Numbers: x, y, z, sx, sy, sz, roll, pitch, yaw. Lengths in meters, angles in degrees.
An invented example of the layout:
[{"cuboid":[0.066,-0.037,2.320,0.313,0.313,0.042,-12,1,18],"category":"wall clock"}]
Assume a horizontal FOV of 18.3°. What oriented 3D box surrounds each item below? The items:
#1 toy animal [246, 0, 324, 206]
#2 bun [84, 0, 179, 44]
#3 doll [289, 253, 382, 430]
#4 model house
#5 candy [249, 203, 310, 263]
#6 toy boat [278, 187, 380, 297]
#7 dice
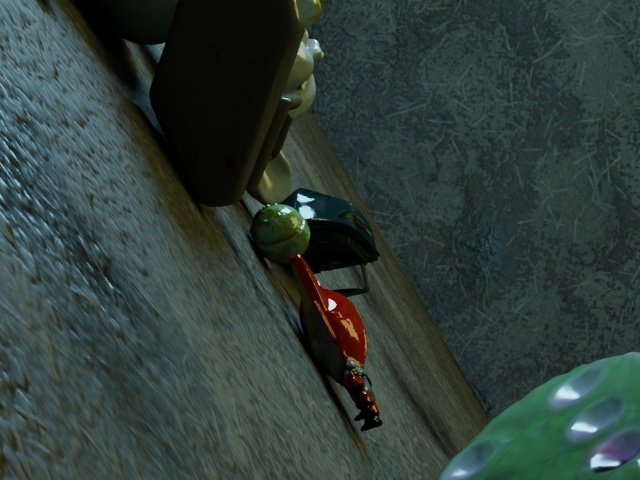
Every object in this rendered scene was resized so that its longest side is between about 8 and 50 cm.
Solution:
[{"cuboid":[-0.080,-0.210,2.052,0.208,0.154,0.325,-121,-147,-58],"category":"toy animal"},{"cuboid":[-0.170,-0.322,1.811,0.283,0.179,0.283,60,2,-4],"category":"bun"},{"cuboid":[0.020,0.099,1.889,0.169,0.057,0.109,61,5,30],"category":"doll"},{"cuboid":[-0.069,-0.159,1.785,0.122,0.229,0.188,21,16,8],"category":"model house"},{"cuboid":[-0.016,0.046,1.982,0.061,0.061,0.202,-114,179,-54],"category":"candy"},{"cuboid":[0.000,0.000,2.094,0.246,0.093,0.103,41,40,-75],"category":"toy boat"},{"cuboid":[0.299,0.313,1.869,0.330,0.318,0.322,57,5,-16],"category":"dice"}]
